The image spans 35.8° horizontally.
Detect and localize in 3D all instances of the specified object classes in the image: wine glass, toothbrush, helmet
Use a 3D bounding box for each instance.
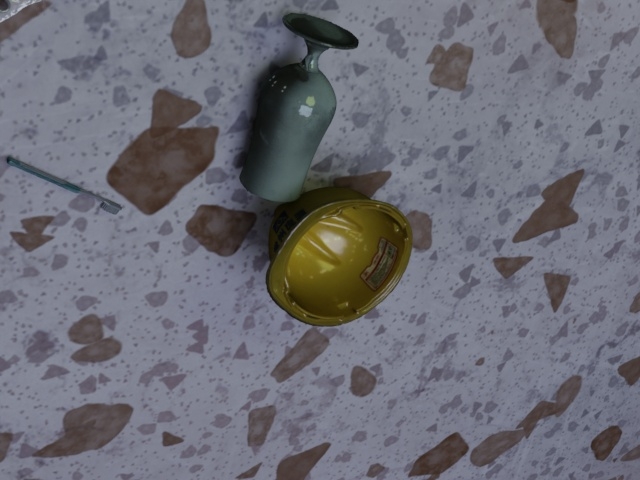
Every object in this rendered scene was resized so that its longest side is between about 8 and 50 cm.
[{"bbox_3d":[-0.034,-0.167,1.283,0.103,0.103,0.231,1,124,-32],"label":"wine glass"},{"bbox_3d":[-0.319,-0.066,1.237,0.167,0.011,0.014,26,110,-41],"label":"toothbrush"},{"bbox_3d":[0.000,0.000,1.390,0.257,0.140,0.205,21,107,-46],"label":"helmet"}]

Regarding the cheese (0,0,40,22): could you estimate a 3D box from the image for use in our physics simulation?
[{"bbox_3d":[-0.265,-0.305,1.077,0.251,0.054,0.127,-31,132,-8],"label":"cheese"}]
